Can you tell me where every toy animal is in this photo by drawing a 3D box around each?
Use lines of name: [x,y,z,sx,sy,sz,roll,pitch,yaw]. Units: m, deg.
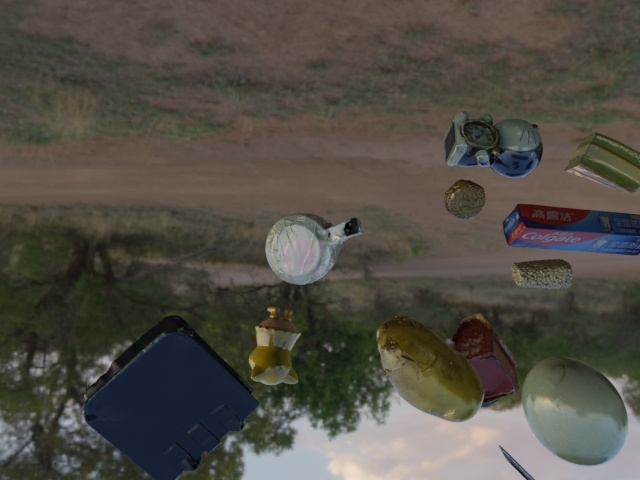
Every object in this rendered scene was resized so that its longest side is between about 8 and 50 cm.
toy animal: [-0.133,0.317,1.992,0.155,0.230,0.156,5,166,1]

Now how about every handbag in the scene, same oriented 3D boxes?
handbag: [-0.347,0.379,1.553,0.329,0.303,0.122,50,176,-22]

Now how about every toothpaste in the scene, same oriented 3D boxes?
toothpaste: [0.545,-0.021,1.392,0.320,0.066,0.076,3,146,-15]

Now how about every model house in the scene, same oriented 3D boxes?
model house: [0.532,0.371,2.146,0.160,0.254,0.196,-25,116,30]

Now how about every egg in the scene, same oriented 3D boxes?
egg: [0.511,0.345,1.333,0.253,0.186,0.186,51,156,-18]

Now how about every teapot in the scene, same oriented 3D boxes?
teapot: [-0.011,-0.008,1.578,0.163,0.222,0.178,43,-163,8]

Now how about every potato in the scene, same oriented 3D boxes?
potato: [0.245,0.299,1.537,0.300,0.173,0.140,40,156,-7]

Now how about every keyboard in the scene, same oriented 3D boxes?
keyboard: [0.598,0.684,1.987,0.010,0.064,0.198,-34,-160,-6]

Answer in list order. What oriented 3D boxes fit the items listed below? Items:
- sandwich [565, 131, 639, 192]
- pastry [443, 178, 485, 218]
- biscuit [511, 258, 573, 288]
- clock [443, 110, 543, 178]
sandwich: [0.823,-0.215,1.899,0.187,0.117,0.144,30,-176,10]
pastry: [0.353,-0.100,1.620,0.097,0.109,0.057,-22,-154,-2]
biscuit: [0.617,0.092,1.847,0.168,0.071,0.082,0,-161,-6]
clock: [0.442,-0.244,1.682,0.243,0.200,0.147,8,139,-8]
